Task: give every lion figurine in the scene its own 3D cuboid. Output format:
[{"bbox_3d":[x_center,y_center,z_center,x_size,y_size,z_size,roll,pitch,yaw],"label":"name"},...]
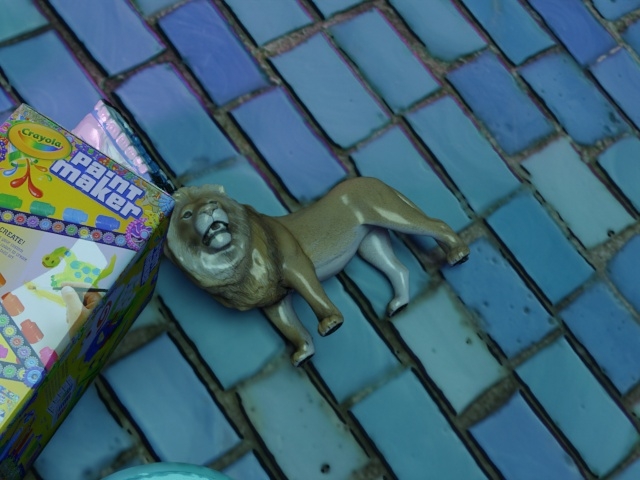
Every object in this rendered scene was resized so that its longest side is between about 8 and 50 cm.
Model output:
[{"bbox_3d":[0.000,0.000,1.085,0.392,0.142,0.240,-20,67,-39],"label":"lion figurine"}]

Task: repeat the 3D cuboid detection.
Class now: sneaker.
[{"bbox_3d":[-0.247,-0.078,1.079,0.083,0.071,0.191,-35,87,7],"label":"sneaker"}]

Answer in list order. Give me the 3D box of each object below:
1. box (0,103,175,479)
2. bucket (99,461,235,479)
[{"bbox_3d":[-0.305,0.074,0.861,0.177,0.290,0.279,33,62,0],"label":"box"},{"bbox_3d":[-0.157,0.359,0.843,0.281,0.183,0.281,7,66,-15],"label":"bucket"}]
